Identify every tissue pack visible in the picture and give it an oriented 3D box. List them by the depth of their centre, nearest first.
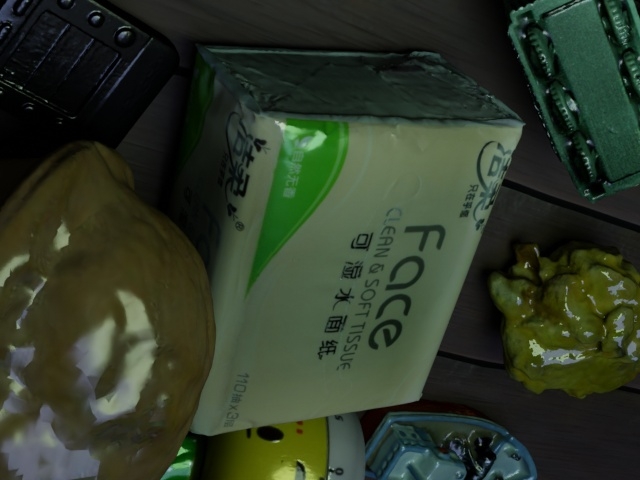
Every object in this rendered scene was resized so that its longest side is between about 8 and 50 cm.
[{"bbox_3d":[0.000,0.000,1.143,0.332,0.205,0.404,-4,126,-30],"label":"tissue pack"}]

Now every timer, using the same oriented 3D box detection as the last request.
[{"bbox_3d":[-0.247,-0.177,0.987,0.144,0.055,0.187,-48,135,14],"label":"timer"},{"bbox_3d":[-0.107,0.285,1.271,0.285,0.285,0.285,-14,129,-18],"label":"timer"}]

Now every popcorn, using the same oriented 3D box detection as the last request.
[{"bbox_3d":[0.352,0.101,1.435,0.266,0.192,0.233,38,118,-17],"label":"popcorn"}]

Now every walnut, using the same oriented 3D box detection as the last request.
[{"bbox_3d":[-0.278,0.102,0.989,0.384,0.383,0.383,-14,129,-18],"label":"walnut"}]

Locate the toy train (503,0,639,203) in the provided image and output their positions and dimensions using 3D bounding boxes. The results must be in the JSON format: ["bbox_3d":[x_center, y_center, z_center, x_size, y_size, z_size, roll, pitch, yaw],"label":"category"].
[{"bbox_3d":[0.307,-0.204,1.174,0.139,0.178,0.330,-23,129,15],"label":"toy train"}]

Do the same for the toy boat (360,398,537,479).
[{"bbox_3d":[0.206,0.337,1.547,0.332,0.133,0.145,16,114,-35],"label":"toy boat"}]
